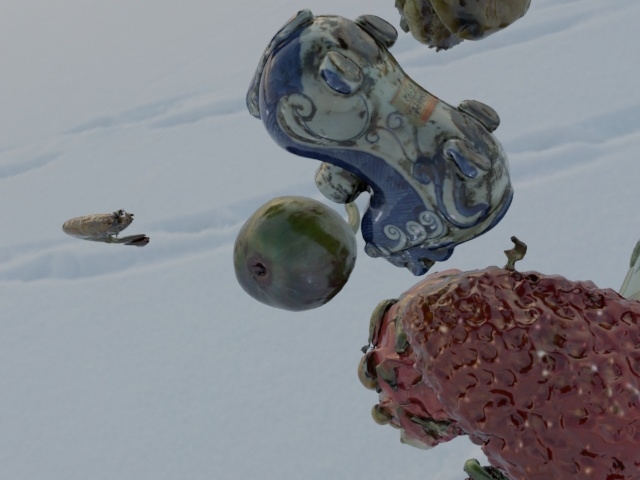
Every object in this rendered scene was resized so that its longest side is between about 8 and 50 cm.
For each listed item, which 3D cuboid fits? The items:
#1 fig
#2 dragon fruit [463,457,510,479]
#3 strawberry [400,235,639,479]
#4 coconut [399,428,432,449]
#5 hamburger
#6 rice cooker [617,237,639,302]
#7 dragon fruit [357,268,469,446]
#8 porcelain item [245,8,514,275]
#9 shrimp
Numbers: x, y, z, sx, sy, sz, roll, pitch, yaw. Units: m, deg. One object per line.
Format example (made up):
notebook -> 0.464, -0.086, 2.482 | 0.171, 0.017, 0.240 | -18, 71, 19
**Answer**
fig -> 0.000, 0.000, 0.941 | 0.149, 0.149, 0.245 | 6, 20, 33
dragon fruit -> 0.392, 0.514, 1.468 | 0.272, 0.218, 0.198 | 4, 54, -34
strawberry -> 0.276, 0.144, 0.898 | 0.292, 0.343, 0.292 | -47, -2, -2
coconut -> 0.223, 0.402, 1.670 | 0.124, 0.110, 0.110 | -34, 38, -19
hamburger -> 0.184, -0.336, 0.920 | 0.130, 0.206, 0.183 | 30, 54, 35
rice cooker -> 0.564, 0.101, 1.097 | 0.264, 0.317, 0.317 | 8, 46, 34
dragon fruit -> 0.192, 0.199, 1.273 | 0.269, 0.250, 0.291 | 13, 57, 44
porcelain item -> 0.054, -0.095, 0.772 | 0.186, 0.288, 0.138 | -49, 10, 41
shrimp -> -0.290, -0.011, 1.096 | 0.178, 0.124, 0.034 | -10, 70, 41
